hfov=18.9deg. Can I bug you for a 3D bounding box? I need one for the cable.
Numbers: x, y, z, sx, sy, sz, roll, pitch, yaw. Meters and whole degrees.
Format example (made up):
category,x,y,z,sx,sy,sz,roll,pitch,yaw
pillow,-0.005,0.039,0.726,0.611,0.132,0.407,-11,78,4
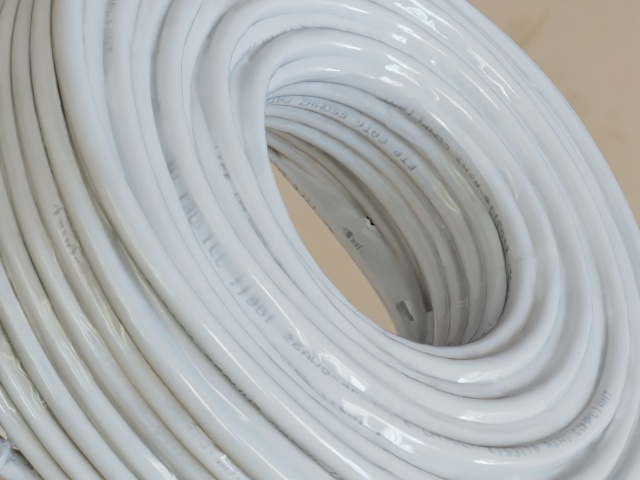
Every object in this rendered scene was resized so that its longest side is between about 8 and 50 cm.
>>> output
category,x,y,z,sx,sy,sz,roll,pitch,yaw
cable,0.000,0.000,0.598,0.257,0.257,0.089,36,129,-19
